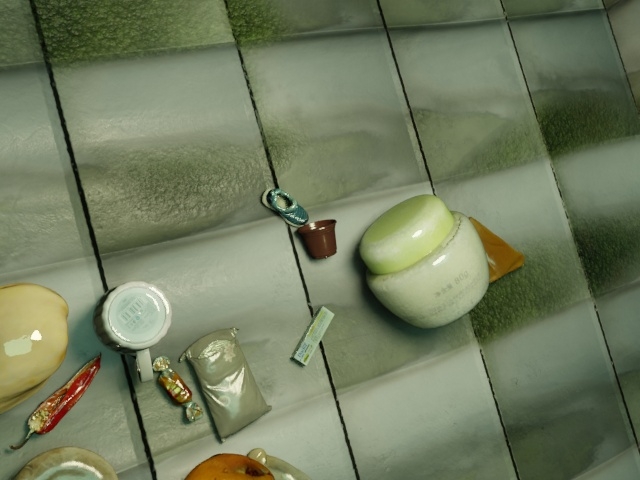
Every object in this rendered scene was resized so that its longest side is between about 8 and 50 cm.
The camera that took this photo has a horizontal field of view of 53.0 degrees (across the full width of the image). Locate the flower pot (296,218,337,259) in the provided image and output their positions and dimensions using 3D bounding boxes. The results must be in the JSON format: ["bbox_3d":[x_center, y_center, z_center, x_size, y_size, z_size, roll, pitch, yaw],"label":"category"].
[{"bbox_3d":[0.000,0.000,1.739,0.111,0.111,0.089,-20,103,-26],"label":"flower pot"}]

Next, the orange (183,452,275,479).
[{"bbox_3d":[-0.204,0.605,1.444,0.246,0.246,0.246,5,78,-23],"label":"orange"}]

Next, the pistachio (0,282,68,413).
[{"bbox_3d":[-0.665,0.228,1.333,0.321,0.229,0.238,-43,125,-14],"label":"pistachio"}]

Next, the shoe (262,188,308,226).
[{"bbox_3d":[-0.087,-0.092,1.727,0.143,0.071,0.064,37,68,-18],"label":"shoe"}]

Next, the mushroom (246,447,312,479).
[{"bbox_3d":[-0.091,0.593,1.590,0.223,0.081,0.092,43,46,-8],"label":"mushroom"}]

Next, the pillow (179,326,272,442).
[{"bbox_3d":[-0.226,0.348,1.588,0.169,0.059,0.255,-25,90,-29],"label":"pillow"}]

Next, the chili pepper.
[{"bbox_3d":[-0.580,0.362,1.436,0.268,0.059,0.051,-51,140,-26],"label":"chili pepper"}]

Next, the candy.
[{"bbox_3d":[-0.342,0.358,1.540,0.053,0.046,0.182,-36,94,-27],"label":"candy"}]

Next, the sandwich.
[{"bbox_3d":[0.502,0.023,1.970,0.244,0.063,0.212,-22,88,-27],"label":"sandwich"}]

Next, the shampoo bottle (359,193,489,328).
[{"bbox_3d":[0.283,0.063,1.722,0.322,0.322,0.317,-44,104,-24],"label":"shampoo bottle"}]

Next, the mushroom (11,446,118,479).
[{"bbox_3d":[-0.528,0.553,1.322,0.243,0.243,0.244,5,78,-23],"label":"mushroom"}]

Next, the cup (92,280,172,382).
[{"bbox_3d":[-0.407,0.193,1.457,0.167,0.202,0.221,-44,98,-22],"label":"cup"}]

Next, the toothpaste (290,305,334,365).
[{"bbox_3d":[-0.021,0.252,1.709,0.046,0.034,0.164,36,68,-14],"label":"toothpaste"}]
